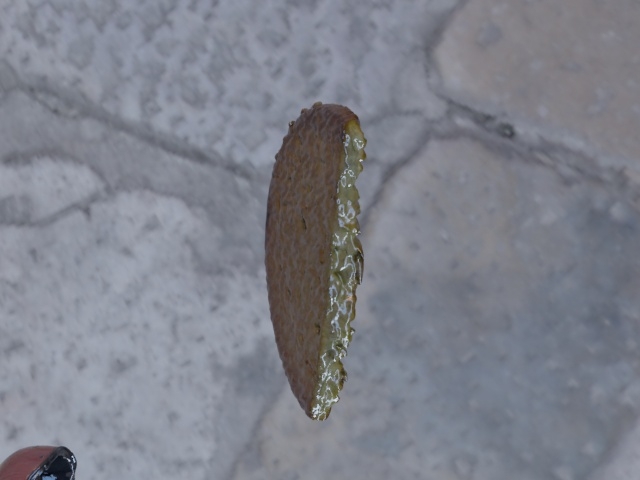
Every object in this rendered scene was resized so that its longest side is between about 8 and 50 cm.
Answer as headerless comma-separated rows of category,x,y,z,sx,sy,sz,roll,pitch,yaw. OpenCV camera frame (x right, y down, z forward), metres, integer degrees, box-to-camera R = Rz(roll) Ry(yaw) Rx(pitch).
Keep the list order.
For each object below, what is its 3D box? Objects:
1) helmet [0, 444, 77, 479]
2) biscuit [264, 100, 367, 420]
helmet,-0.205,0.180,1.072,0.065,0.049,0.084,46,55,-68
biscuit,-0.005,0.002,0.992,0.025,0.126,0.206,-4,116,-22
